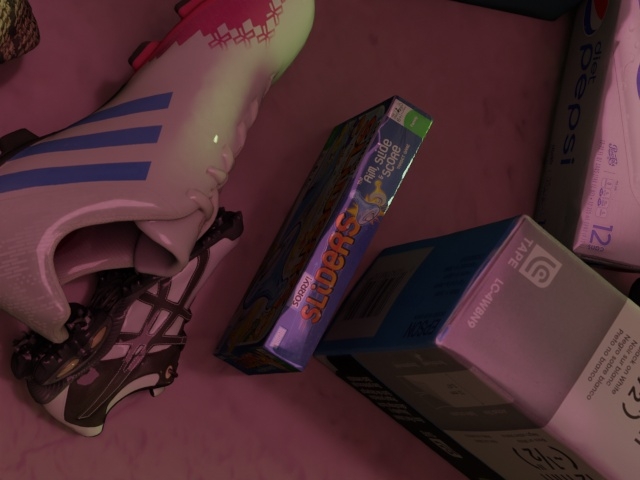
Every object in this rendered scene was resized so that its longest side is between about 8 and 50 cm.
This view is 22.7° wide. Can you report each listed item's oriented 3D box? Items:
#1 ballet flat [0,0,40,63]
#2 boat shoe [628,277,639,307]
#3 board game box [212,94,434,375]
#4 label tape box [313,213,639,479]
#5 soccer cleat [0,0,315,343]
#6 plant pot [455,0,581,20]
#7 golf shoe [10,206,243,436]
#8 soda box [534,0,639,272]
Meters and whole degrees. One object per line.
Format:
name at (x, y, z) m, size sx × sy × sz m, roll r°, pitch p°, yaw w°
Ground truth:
ballet flat at (-0.353, -0.009, 1.026) m, size 0.483 × 0.164 × 0.182 m, roll -51°, pitch 126°, yaw -18°
boat shoe at (0.379, 0.090, 1.181) m, size 0.127 × 0.340 × 0.113 m, roll -1°, pitch 98°, yaw -59°
board game box at (0.000, 0.000, 1.139) m, size 0.035 × 0.136 × 0.201 m, roll 31°, pitch 75°, yaw -13°
label tape box at (0.189, 0.138, 1.128) m, size 0.348 × 0.249 × 0.115 m, roll 40°, pitch 74°, yaw -11°
soccer cleat at (-0.102, -0.056, 1.100) m, size 0.331 × 0.116 × 0.143 m, roll -40°, pitch 71°, yaw -21°
plant pot at (0.160, -0.279, 1.169) m, size 0.165 × 0.234 × 0.165 m, roll 9°, pitch 83°, yaw -17°
golf shoe at (-0.124, 0.055, 1.135) m, size 0.198 × 0.077 × 0.094 m, roll -40°, pitch 119°, yaw -19°
soda box at (0.244, -0.120, 1.233) m, size 0.091 × 0.098 × 0.286 m, roll 12°, pitch 87°, yaw -13°
